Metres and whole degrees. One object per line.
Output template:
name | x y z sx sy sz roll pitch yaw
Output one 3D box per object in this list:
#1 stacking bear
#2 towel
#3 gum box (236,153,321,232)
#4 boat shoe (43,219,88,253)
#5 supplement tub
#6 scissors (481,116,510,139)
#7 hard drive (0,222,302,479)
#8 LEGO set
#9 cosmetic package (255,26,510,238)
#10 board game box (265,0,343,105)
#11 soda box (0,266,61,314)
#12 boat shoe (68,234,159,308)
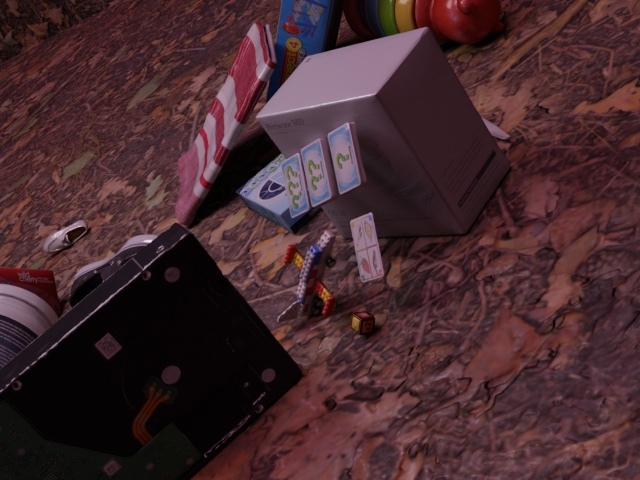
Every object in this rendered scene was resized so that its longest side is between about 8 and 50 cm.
stacking bear | 0.183 -0.401 1.688 0.289 0.175 0.164 24 86 50
towel | -0.170 -0.209 1.746 0.329 0.037 0.237 -59 20 22
gum box | -0.032 -0.095 1.559 0.157 0.041 0.184 -41 26 -10
boat shoe | -0.502 -0.003 1.973 0.100 0.035 0.035 -30 24 -4
supplement tub | -0.490 0.209 1.434 0.191 0.191 0.272 -24 29 22
scissors | 0.206 -0.192 1.460 0.109 0.021 0.297 -43 26 -17
hard drive | -0.215 0.175 1.120 0.339 0.237 0.064 -42 27 -11
LEGO set | 0.000 0.000 1.209 0.060 0.244 0.182 -7 -8 -32
cosmetic package | 0.079 -0.127 1.278 0.224 0.225 0.138 -3 41 49
board game box | -0.010 -0.425 1.807 0.086 0.302 0.308 13 38 2
soda box | -0.556 0.094 1.649 0.092 0.084 0.263 -22 -14 26
boat shoe | -0.328 0.060 1.619 0.228 0.080 0.076 -19 37 33
